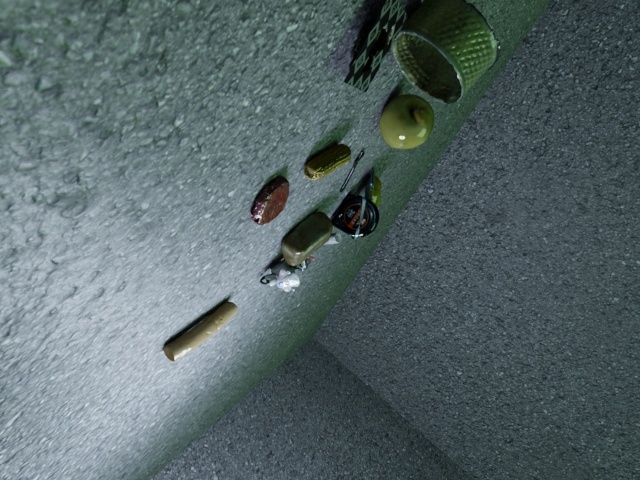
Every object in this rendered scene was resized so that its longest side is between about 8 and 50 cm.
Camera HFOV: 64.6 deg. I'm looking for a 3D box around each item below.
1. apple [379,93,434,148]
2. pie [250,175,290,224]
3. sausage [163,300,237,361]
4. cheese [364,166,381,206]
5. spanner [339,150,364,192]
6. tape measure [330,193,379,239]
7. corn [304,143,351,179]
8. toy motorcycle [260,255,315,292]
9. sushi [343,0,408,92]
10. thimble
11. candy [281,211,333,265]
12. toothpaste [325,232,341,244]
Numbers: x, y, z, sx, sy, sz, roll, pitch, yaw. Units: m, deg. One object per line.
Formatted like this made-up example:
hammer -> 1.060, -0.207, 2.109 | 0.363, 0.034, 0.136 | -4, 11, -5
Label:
apple -> 0.295, -0.408, 1.752 | 0.200, 0.200, 0.200 | -47, 167, -15
pie -> -0.137, -0.108, 1.415 | 0.153, 0.038, 0.154 | -48, 165, -17
sausage -> -0.377, 0.289, 1.641 | 0.301, 0.065, 0.066 | -38, 162, -46
cheese -> 0.231, -0.226, 2.217 | 0.270, 0.069, 0.177 | 74, 22, -69
spanner -> 0.120, -0.262, 1.937 | 0.046, 0.012, 0.209 | -39, 163, -46
tape measure -> 0.158, -0.099, 2.144 | 0.182, 0.181, 0.107 | -55, 170, 11
corn -> 0.025, -0.242, 1.541 | 0.207, 0.068, 0.068 | -35, 160, -42
toy motorcycle -> -0.114, 0.112, 1.899 | 0.221, 0.150, 0.102 | -41, 129, -42
sushi -> 0.121, -0.485, 1.242 | 0.220, 0.047, 0.231 | -60, 169, 18
thimble -> 0.336, -0.519, 1.386 | 0.150, 0.270, 0.271 | -48, 167, -5
candy -> -0.048, -0.008, 1.865 | 0.234, 0.102, 0.104 | -39, 162, -37
toothpaste -> 0.000, 0.000, 2.006 | 0.194, 0.043, 0.067 | -8, -154, 46
